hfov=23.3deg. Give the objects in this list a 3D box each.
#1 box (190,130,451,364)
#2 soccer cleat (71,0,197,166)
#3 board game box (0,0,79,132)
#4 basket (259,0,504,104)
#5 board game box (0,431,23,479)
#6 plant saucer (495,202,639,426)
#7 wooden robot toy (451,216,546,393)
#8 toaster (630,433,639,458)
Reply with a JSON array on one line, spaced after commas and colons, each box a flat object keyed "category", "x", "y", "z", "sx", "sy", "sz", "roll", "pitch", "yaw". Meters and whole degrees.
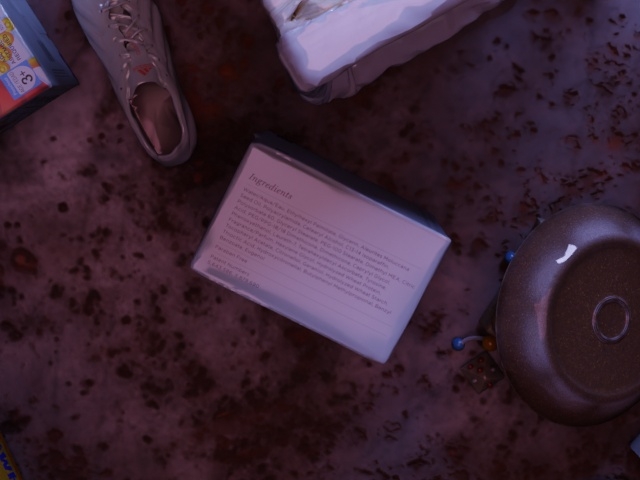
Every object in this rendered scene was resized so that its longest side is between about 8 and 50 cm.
[{"category": "box", "x": 0.000, "y": 0.000, "z": 1.310, "sx": 0.182, "sy": 0.181, "sz": 0.119, "roll": 27, "pitch": 97, "yaw": -3}, {"category": "soccer cleat", "x": -0.159, "y": -0.157, "z": 1.345, "sx": 0.068, "sy": 0.076, "sz": 0.196, "roll": -25, "pitch": 96, "yaw": 3}, {"category": "board game box", "x": -0.367, "y": -0.118, "z": 1.316, "sx": 0.275, "sy": 0.144, "sz": 0.142, "roll": -32, "pitch": 95, "yaw": 3}, {"category": "basket", "x": 0.068, "y": -0.293, "z": 1.208, "sx": 0.331, "sy": 0.328, "sz": 0.266, "roll": -30, "pitch": 92, "yaw": 4}, {"category": "board game box", "x": -0.407, "y": 0.372, "z": 1.267, "sx": 0.356, "sy": 0.356, "sz": 0.356, "roll": -23, "pitch": 97, "yaw": 4}, {"category": "plant saucer", "x": 0.243, "y": 0.067, "z": 1.347, "sx": 0.199, "sy": 0.036, "sz": 0.198, "roll": -2, "pitch": 95, "yaw": -27}, {"category": "wooden robot toy", "x": 0.180, "y": 0.066, "z": 1.369, "sx": 0.076, "sy": 0.079, "sz": 0.173, "roll": 30, "pitch": 96, "yaw": -3}, {"category": "toaster", "x": 0.395, "y": 0.198, "z": 1.369, "sx": 0.168, "sy": 0.110, "sz": 0.185, "roll": -43, "pitch": 95, "yaw": 6}]
